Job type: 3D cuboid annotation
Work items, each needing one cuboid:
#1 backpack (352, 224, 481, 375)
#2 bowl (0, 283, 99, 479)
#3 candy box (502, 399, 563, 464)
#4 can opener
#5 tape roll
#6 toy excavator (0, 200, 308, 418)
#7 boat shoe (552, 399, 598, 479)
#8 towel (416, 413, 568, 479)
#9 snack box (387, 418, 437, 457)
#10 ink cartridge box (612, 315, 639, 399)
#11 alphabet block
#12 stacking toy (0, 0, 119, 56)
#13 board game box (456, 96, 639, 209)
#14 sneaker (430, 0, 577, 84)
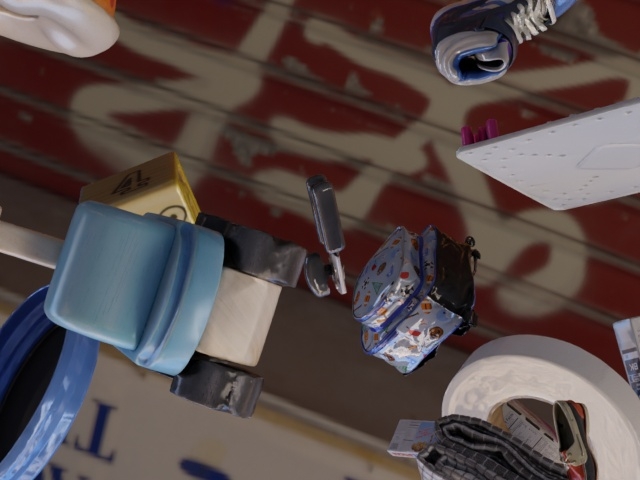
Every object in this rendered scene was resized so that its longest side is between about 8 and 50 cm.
[{"bbox_3d":[0.179,0.123,2.410,0.213,0.263,0.276,26,-149,-7],"label":"backpack"},{"bbox_3d":[-0.510,0.262,2.088,0.077,0.391,0.391,31,-163,-28],"label":"bowl"},{"bbox_3d":[0.416,0.389,2.424,0.233,0.071,0.159,39,-175,-9],"label":"candy box"},{"bbox_3d":[0.000,0.000,2.586,0.095,0.283,0.076,-20,-148,-11],"label":"can opener"},{"bbox_3d":[0.409,0.351,2.210,0.392,0.392,0.072,25,-140,17],"label":"tape roll"},{"bbox_3d":[-0.296,0.026,1.545,0.445,0.222,0.433,21,177,-21],"label":"toy excavator"},{"bbox_3d":[0.333,0.277,1.604,0.043,0.049,0.137,13,-117,-32],"label":"boat shoe"},{"bbox_3d":[0.289,0.385,1.767,0.283,0.235,0.121,23,-120,24],"label":"towel"},{"bbox_3d":[0.188,0.339,2.066,0.022,0.064,0.178,40,153,-28],"label":"snack box"},{"bbox_3d":[0.711,0.308,2.458,0.165,0.065,0.333,-8,-102,-30],"label":"ink cartridge box"},{"bbox_3d":[-0.328,-0.028,2.284,0.197,0.192,0.193,-20,-156,0],"label":"alphabet block"},{"bbox_3d":[-0.399,-0.542,1.781,0.350,0.480,0.350,18,174,2],"label":"stacking toy"},{"bbox_3d":[0.473,-0.154,1.940,0.390,0.050,0.390,-14,161,32],"label":"board game box"},{"bbox_3d":[0.366,-0.393,2.292,0.322,0.130,0.236,-20,-143,9],"label":"sneaker"}]
